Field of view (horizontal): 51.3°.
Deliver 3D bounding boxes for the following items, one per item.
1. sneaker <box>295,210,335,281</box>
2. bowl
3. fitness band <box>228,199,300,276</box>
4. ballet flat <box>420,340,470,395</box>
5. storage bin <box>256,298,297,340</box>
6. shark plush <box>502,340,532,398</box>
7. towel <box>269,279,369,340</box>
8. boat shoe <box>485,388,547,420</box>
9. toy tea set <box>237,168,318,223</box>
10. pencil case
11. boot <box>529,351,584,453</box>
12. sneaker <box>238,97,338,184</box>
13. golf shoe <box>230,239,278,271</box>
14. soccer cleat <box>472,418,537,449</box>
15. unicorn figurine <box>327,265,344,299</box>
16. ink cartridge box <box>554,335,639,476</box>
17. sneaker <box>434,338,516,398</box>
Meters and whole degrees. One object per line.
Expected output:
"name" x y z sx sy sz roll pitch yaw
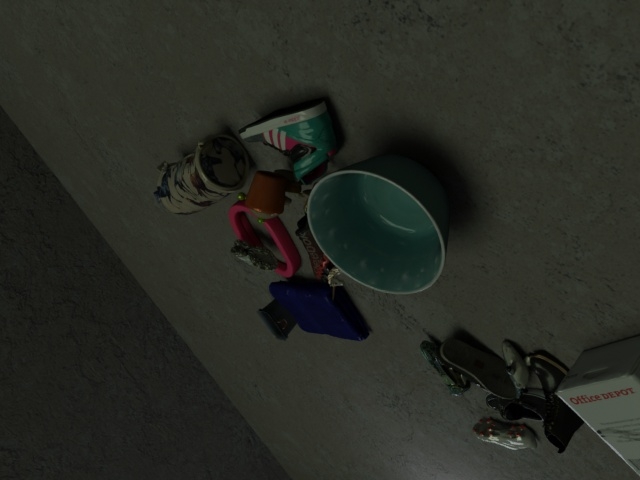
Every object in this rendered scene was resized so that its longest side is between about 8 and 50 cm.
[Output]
"sneaker" 0.000 0.000 1.760 0.135 0.098 0.276 34 148 20
"bowl" 0.145 -0.056 1.390 0.312 0.163 0.311 23 139 21
"fitness band" -0.171 -0.005 2.032 0.209 0.054 0.290 9 136 48
"ballet flat" 0.343 0.336 1.798 0.188 0.070 0.070 52 152 -16
"storage bin" -0.138 0.265 2.304 0.098 0.091 0.135 -2 127 54
"shark plush" 0.472 0.312 1.594 0.161 0.073 0.067 59 170 -32
"towel" -0.003 0.209 2.079 0.308 0.076 0.227 2 137 52
"boat shoe" 0.491 0.420 1.678 0.080 0.076 0.229 54 151 -15
"toy tea set" -0.027 -0.072 1.587 0.336 0.200 0.124 23 107 31
"pencil case" -0.347 -0.186 1.916 0.184 0.159 0.410 39 155 -19
"boot" 0.520 0.363 1.498 0.198 0.137 0.077 47 152 -2
"sneaker" -0.063 -0.215 1.546 0.296 0.124 0.178 -1 118 52
"golf shoe" -0.190 0.054 2.038 0.176 0.069 0.086 27 166 31
"soccer cleat" 0.503 0.540 1.836 0.076 0.068 0.196 52 149 -18
"unicorn figurine" 0.070 0.062 1.729 0.060 0.111 0.161 -117 17 -51
"ink cartridge box" 0.657 0.343 1.295 0.307 0.129 0.223 45 152 1
"sneaker" 0.398 0.322 1.696 0.222 0.083 0.118 35 170 6
